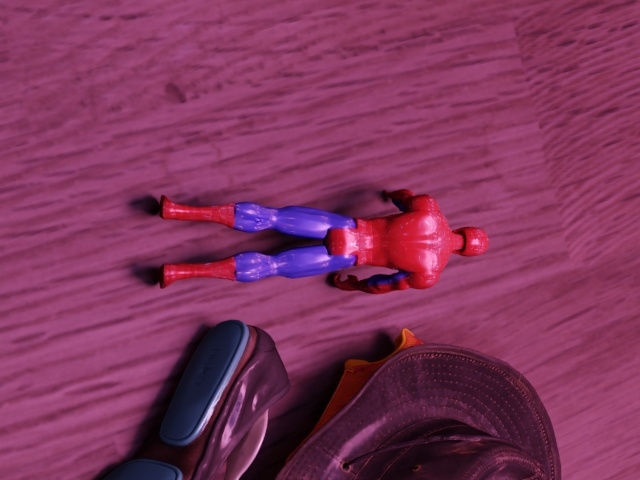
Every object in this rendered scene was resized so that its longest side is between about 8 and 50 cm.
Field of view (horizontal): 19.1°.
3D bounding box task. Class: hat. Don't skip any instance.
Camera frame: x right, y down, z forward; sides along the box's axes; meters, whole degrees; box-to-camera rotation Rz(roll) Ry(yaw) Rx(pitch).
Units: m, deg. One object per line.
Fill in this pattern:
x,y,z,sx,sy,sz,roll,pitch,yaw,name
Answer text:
0.111,0.260,1.613,0.331,0.134,0.331,-9,107,-32,hat

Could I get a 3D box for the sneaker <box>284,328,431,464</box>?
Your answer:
0.028,0.146,1.663,0.175,0.064,0.067,-39,80,-25,sneaker

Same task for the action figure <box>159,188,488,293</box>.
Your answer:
0.000,0.000,1.637,0.280,0.139,0.091,1,91,-9,action figure

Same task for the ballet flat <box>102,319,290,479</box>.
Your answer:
-0.110,0.193,1.553,0.280,0.095,0.096,-52,124,-22,ballet flat
